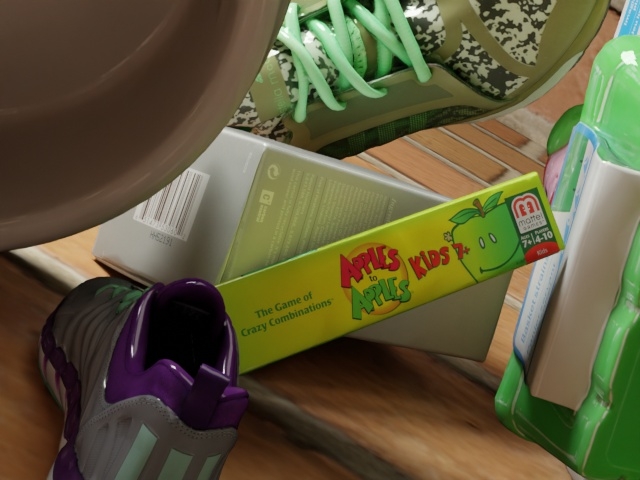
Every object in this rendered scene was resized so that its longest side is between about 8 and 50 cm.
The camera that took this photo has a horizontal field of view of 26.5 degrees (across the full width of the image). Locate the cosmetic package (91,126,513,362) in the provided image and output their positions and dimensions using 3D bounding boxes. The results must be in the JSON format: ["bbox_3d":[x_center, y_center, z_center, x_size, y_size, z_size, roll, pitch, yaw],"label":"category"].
[{"bbox_3d":[0.000,0.000,0.823,0.238,0.107,0.127,18,1,-43],"label":"cosmetic package"}]

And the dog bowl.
[{"bbox_3d":[-0.170,-0.146,0.601,0.348,0.349,0.102,24,28,-19],"label":"dog bowl"}]

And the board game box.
[{"bbox_3d":[0.019,0.020,0.678,0.181,0.043,0.092,-20,-2,-22],"label":"board game box"}]

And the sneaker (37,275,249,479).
[{"bbox_3d":[-0.065,0.048,0.575,0.083,0.098,0.224,24,15,-20],"label":"sneaker"}]

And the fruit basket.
[{"bbox_3d":[0.181,-0.006,0.809,0.165,0.327,0.353,10,17,-11],"label":"fruit basket"}]

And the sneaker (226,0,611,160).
[{"bbox_3d":[0.008,-0.112,0.897,0.182,0.410,0.158,-28,91,-50],"label":"sneaker"}]
